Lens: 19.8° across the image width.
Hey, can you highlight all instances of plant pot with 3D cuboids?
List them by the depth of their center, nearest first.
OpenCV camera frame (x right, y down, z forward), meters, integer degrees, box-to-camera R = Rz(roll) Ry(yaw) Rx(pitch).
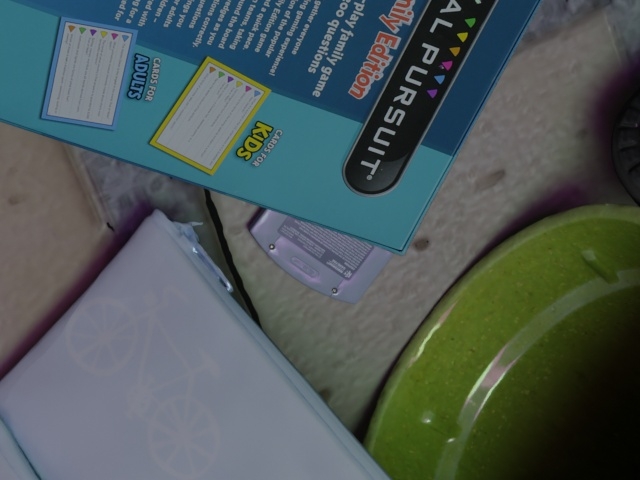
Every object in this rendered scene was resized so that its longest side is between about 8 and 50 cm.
[{"bbox_3d":[0.202,0.158,1.088,0.254,0.276,0.276,33,97,-29],"label":"plant pot"}]

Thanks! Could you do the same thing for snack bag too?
[{"bbox_3d":[-0.107,0.203,1.023,0.342,0.037,0.323,-46,66,8],"label":"snack bag"}]

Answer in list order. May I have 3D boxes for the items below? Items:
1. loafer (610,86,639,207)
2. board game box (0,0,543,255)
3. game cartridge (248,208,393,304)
[{"bbox_3d":[0.334,-0.120,1.105,0.366,0.134,0.130,-34,145,-2],"label":"loafer"},{"bbox_3d":[-0.055,-0.158,0.981,0.336,0.079,0.254,18,119,-19],"label":"board game box"},{"bbox_3d":[0.000,0.000,1.114,0.083,0.017,0.056,36,93,-17],"label":"game cartridge"}]
